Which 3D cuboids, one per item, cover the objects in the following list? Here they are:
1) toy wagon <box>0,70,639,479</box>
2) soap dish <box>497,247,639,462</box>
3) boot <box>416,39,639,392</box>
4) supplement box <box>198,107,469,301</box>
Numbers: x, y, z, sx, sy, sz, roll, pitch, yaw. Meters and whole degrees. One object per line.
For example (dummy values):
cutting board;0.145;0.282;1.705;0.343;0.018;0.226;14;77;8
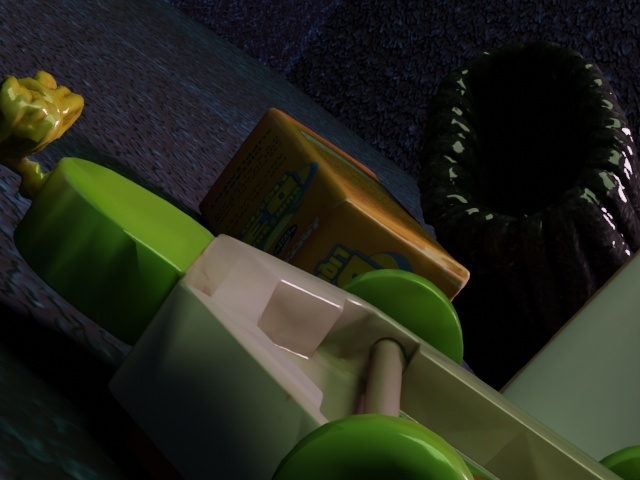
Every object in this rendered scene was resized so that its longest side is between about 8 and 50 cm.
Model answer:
toy wagon;0.031;0.070;0.600;0.344;0.068;0.267;34;8;-2
soap dish;0.224;0.110;0.786;0.291;0.229;0.118;40;-10;31
boot;0.121;-0.006;1.132;0.260;0.131;0.348;55;-5;-32
supplement box;0.000;0.000;0.987;0.080;0.078;0.233;35;5;-18
